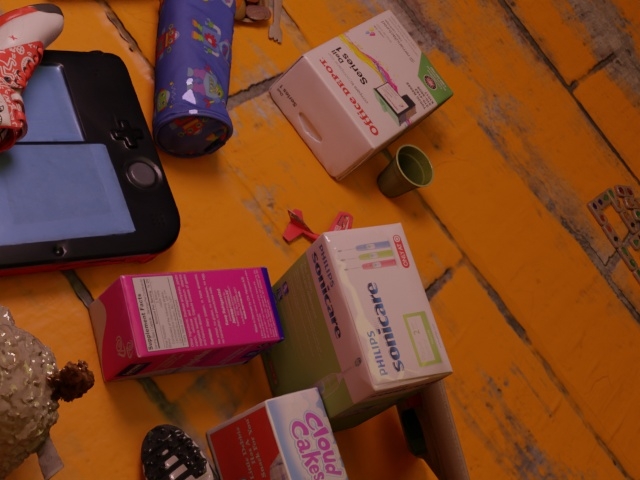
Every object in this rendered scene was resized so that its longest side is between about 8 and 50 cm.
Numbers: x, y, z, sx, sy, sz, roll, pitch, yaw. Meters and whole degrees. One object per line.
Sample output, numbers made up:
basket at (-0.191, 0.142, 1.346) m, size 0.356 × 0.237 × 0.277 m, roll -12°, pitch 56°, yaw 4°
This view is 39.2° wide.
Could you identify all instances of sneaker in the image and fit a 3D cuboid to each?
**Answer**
sneaker at (-0.402, -0.197, 1.143) m, size 0.145 × 0.090 × 0.270 m, roll 49°, pitch 48°, yaw 2°
sneaker at (-0.145, 0.333, 1.108) m, size 0.078 × 0.106 × 0.234 m, roll -35°, pitch 66°, yaw -17°

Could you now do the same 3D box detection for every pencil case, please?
pencil case at (-0.191, -0.273, 1.385) m, size 0.133 × 0.119 × 0.306 m, roll 24°, pitch 52°, yaw -39°

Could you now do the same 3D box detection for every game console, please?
game console at (-0.392, -0.115, 1.184) m, size 0.387 × 0.060 × 0.341 m, roll -6°, pitch 70°, yaw -40°

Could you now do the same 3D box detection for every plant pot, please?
plant pot at (0.142, -0.113, 1.575) m, size 0.083 × 0.079 × 0.083 m, roll 18°, pitch 55°, yaw -28°

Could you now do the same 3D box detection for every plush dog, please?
plush dog at (-0.382, 0.138, 0.915) m, size 0.225 × 0.211 × 0.262 m, roll 33°, pitch 48°, yaw -45°

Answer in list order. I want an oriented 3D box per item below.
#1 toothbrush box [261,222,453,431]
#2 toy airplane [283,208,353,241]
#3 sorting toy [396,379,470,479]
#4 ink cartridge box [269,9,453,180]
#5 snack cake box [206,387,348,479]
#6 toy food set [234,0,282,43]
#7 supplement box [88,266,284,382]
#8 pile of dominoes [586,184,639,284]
toothbrush box at (0.027, 0.131, 1.198) m, size 0.122 × 0.283 × 0.206 m, roll -8°, pitch 69°, yaw -27°
toy airplane at (0.000, 0.000, 1.437) m, size 0.151 × 0.028 × 0.151 m, roll 19°, pitch 54°, yaw -28°
sorting toy at (0.147, 0.283, 1.264) m, size 0.041 × 0.229 × 0.307 m, roll -16°, pitch 94°, yaw -9°
ink cartridge box at (0.077, -0.261, 1.582) m, size 0.201 × 0.117 × 0.278 m, roll 53°, pitch 47°, yaw -1°
snack cake box at (-0.036, 0.338, 1.134) m, size 0.089 × 0.152 × 0.264 m, roll -7°, pitch 71°, yaw -40°
toy food set at (-0.140, -0.434, 1.569) m, size 0.192 × 0.038 × 0.132 m, roll 19°, pitch 55°, yaw -28°
supplement box at (-0.175, 0.108, 1.185) m, size 0.220 × 0.111 × 0.113 m, roll -1°, pitch 67°, yaw -37°
pile of dominoes at (0.711, -0.016, 1.982) m, size 0.196 × 0.040 × 0.251 m, roll -30°, pitch 86°, yaw -43°
